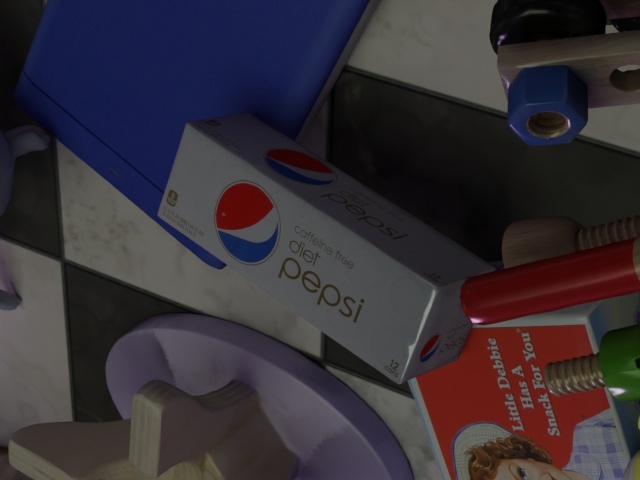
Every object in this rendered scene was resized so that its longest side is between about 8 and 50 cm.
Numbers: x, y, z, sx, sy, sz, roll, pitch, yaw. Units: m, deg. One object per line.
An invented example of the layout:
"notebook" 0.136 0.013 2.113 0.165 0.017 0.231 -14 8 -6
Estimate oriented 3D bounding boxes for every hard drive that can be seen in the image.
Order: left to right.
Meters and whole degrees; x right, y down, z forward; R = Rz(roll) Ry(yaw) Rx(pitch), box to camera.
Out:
"hard drive" -0.086 -0.150 1.148 0.210 0.040 0.319 39 133 10

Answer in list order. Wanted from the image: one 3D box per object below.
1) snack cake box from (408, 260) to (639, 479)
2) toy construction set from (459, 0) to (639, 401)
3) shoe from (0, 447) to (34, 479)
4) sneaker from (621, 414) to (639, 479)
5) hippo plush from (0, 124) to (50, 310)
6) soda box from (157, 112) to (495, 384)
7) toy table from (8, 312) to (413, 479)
"snack cake box" 0.165 0.146 1.119 0.152 0.089 0.264 -3 115 39
"toy construction set" 0.225 -0.061 0.818 0.237 0.309 0.257 -15 116 36
"shoe" -0.311 0.228 1.537 0.219 0.058 0.077 -10 111 40
"sneaker" 0.245 0.132 0.985 0.126 0.091 0.240 -153 61 -64
"hippo plush" -0.345 -0.034 1.251 0.236 0.234 0.294 -18 105 55
"soda box" 0.000 0.000 1.071 0.216 0.069 0.074 33 118 27
"toy table" -0.087 0.177 1.274 0.274 0.161 0.252 15 125 29
